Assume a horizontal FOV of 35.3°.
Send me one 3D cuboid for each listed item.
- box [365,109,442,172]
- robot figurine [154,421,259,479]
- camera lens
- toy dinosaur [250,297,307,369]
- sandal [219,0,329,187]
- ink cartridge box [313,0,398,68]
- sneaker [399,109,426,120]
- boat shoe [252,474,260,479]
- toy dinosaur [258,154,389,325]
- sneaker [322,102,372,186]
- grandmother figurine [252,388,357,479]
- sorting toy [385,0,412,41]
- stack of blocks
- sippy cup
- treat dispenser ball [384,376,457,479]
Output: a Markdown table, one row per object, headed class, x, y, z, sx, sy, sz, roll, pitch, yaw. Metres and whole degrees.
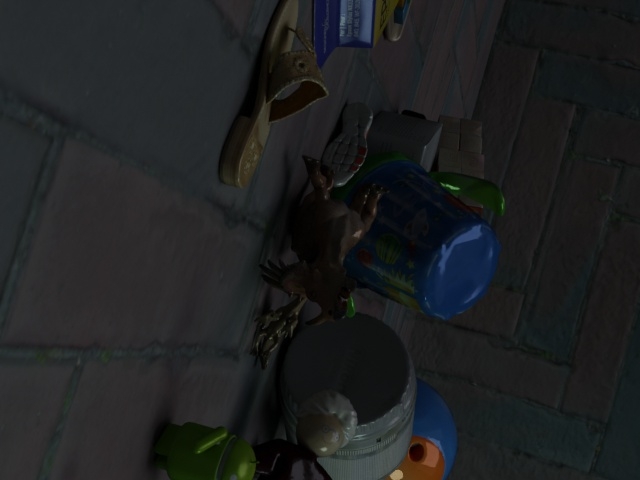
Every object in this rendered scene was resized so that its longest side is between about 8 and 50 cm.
| class | x | y | z | sx | sy | sz | roll | pitch | yaw |
| --- | --- | --- | --- | --- | --- | --- | --- | --- | --- |
| box | 0.131 | -0.120 | 1.793 | 0.182 | 0.119 | 0.181 | -50 | 153 | -65 |
| robot figurine | -0.122 | 0.239 | 1.097 | 0.067 | 0.115 | 0.101 | -61 | 163 | -50 |
| camera lens | 0.045 | 0.267 | 1.645 | 0.274 | 0.219 | 0.219 | 86 | 23 | -57 |
| toy dinosaur | -0.049 | 0.107 | 1.384 | 0.183 | 0.053 | 0.092 | -51 | 175 | 19 |
| sandal | -0.032 | -0.159 | 1.101 | 0.088 | 0.079 | 0.240 | 75 | 32 | -67 |
| ink cartridge box | 0.071 | -0.411 | 1.291 | 0.304 | 0.072 | 0.307 | 91 | 17 | -50 |
| sneaker | 0.181 | -0.175 | 2.029 | 0.130 | 0.087 | 0.227 | -63 | 159 | -21 |
| boat shoe | -0.068 | 0.360 | 1.543 | 0.258 | 0.095 | 0.084 | -5 | 114 | -78 |
| toy dinosaur | 0.000 | 0.000 | 1.373 | 0.296 | 0.127 | 0.200 | -78 | -170 | -86 |
| sneaker | 0.044 | -0.135 | 1.532 | 0.065 | 0.061 | 0.158 | 98 | 13 | -58 |
| grandmother figurine | -0.052 | 0.362 | 1.389 | 0.208 | 0.104 | 0.342 | 44 | 67 | -32 |
| sorting toy | 0.141 | -0.444 | 1.629 | 0.208 | 0.038 | 0.193 | 51 | 55 | -75 |
| stack of blocks | 0.248 | -0.096 | 1.890 | 0.171 | 0.087 | 0.297 | 99 | 1 | -53 |
| sippy cup | 0.150 | 0.006 | 1.579 | 0.240 | 0.224 | 0.305 | 31 | 92 | -46 |
| treat dispenser ball | 0.147 | 0.424 | 2.135 | 0.288 | 0.288 | 0.288 | 15 | 90 | -78 |
